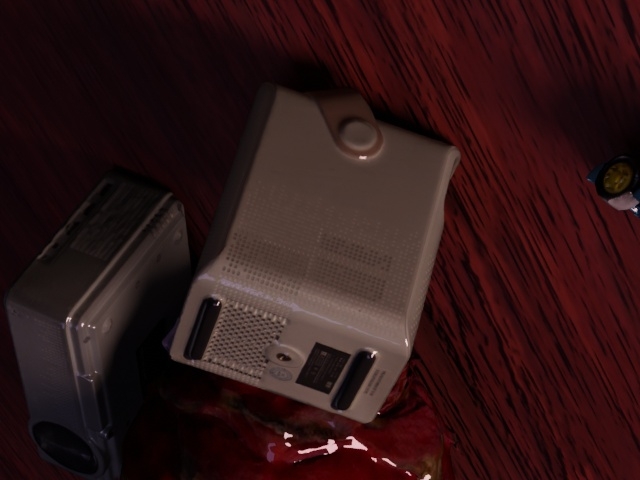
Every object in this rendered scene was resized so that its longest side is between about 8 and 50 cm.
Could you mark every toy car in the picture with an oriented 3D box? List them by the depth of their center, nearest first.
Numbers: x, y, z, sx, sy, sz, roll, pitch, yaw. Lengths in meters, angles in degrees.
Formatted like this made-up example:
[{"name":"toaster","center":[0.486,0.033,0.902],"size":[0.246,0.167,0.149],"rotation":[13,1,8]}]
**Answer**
[{"name":"toy car","center":[0.281,-0.035,1.337],"size":[0.126,0.098,0.161],"rotation":[33,-178,-36]}]

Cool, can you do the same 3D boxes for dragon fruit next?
[{"name":"dragon fruit","center":[-0.028,0.210,1.666],"size":[0.329,0.329,0.329],"rotation":[22,142,19]}]

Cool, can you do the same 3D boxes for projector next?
[{"name":"projector","center":[0.000,0.000,1.474],"size":[0.177,0.242,0.163],"rotation":[19,142,-4]},{"name":"projector","center":[-0.197,0.089,1.757],"size":[0.099,0.192,0.256],"rotation":[22,141,20]}]

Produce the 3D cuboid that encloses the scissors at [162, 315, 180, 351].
[{"name":"scissors","center":[-0.101,0.104,1.810],"size":[0.015,0.100,0.189],"rotation":[55,168,26]}]
